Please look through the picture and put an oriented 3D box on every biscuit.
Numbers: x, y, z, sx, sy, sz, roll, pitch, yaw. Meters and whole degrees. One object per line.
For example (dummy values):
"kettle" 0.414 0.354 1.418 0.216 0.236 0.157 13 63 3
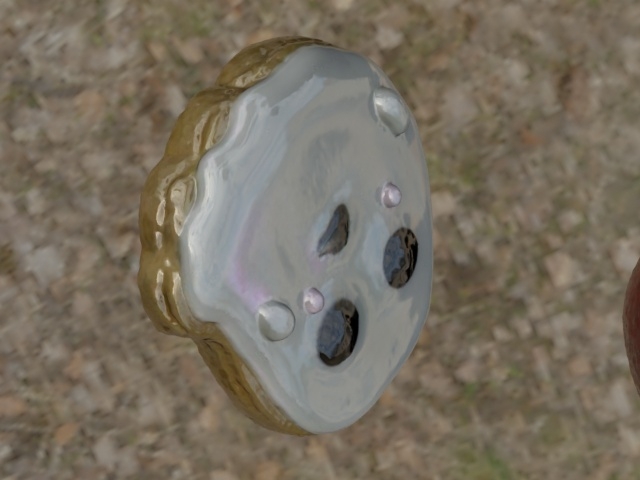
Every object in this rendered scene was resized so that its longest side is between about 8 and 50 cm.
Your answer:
"biscuit" 0.000 0.000 0.893 0.181 0.049 0.208 -60 137 -25

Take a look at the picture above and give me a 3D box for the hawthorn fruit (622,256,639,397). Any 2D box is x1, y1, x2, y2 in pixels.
"hawthorn fruit" 0.322 0.105 1.217 0.210 0.230 0.266 54 29 -74
